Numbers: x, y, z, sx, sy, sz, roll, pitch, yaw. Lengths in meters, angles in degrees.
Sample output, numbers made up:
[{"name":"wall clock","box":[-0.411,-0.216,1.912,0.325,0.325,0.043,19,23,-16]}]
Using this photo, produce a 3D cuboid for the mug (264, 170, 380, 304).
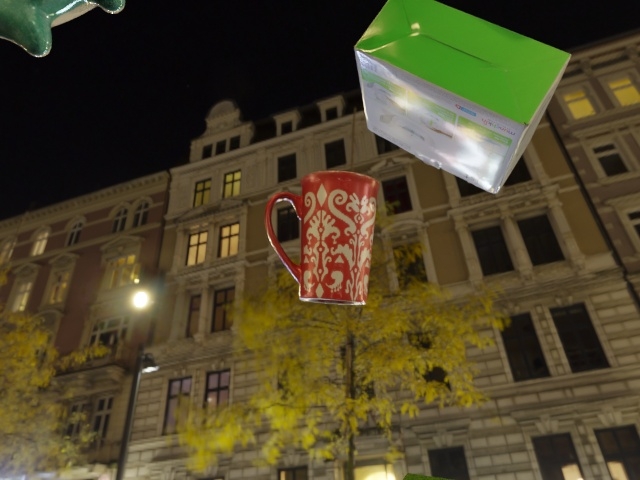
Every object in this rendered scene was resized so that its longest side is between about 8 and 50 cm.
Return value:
[{"name":"mug","box":[0.006,0.002,0.675,0.151,0.169,0.113,-1,-11,24]}]

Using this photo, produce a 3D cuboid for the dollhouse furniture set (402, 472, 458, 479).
[{"name":"dollhouse furniture set","box":[0.040,0.180,0.230,0.059,0.152,0.076,-18,-78,40]}]

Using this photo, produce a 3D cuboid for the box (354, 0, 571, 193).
[{"name":"box","box":[0.200,-0.216,0.744,0.262,0.126,0.231,31,-8,19]}]

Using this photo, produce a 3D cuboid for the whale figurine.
[{"name":"whale figurine","box":[-0.394,-0.404,0.696,0.217,0.271,0.141,24,-22,-11]}]
